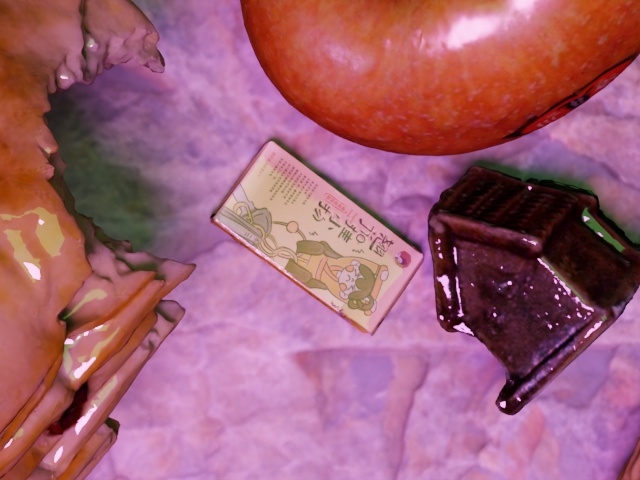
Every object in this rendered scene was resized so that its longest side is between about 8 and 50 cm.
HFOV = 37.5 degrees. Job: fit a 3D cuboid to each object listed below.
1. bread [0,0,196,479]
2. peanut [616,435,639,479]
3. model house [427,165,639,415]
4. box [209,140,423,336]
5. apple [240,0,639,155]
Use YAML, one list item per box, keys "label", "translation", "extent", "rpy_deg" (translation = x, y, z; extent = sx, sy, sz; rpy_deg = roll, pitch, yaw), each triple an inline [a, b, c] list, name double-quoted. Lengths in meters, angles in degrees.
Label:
- label: "bread"
  translation: [-0.220, -0.006, 0.493]
  extent: [0.314, 0.191, 0.370]
  rpy_deg: [37, 71, -3]
- label: "peanut"
  translation: [0.315, 0.154, 0.692]
  extent: [0.147, 0.147, 0.305]
  rpy_deg: [45, 79, -8]
- label: "model house"
  translation: [0.151, 0.011, 0.689]
  extent: [0.152, 0.106, 0.165]
  rpy_deg: [47, 43, 4]
- label: "box"
  translation: [0.000, 0.000, 0.682]
  extent: [0.149, 0.020, 0.073]
  rpy_deg: [36, 80, -10]
- label: "apple"
  translation: [0.089, -0.194, 0.578]
  extent: [0.277, 0.250, 0.309]
  rpy_deg: [37, 97, -10]
